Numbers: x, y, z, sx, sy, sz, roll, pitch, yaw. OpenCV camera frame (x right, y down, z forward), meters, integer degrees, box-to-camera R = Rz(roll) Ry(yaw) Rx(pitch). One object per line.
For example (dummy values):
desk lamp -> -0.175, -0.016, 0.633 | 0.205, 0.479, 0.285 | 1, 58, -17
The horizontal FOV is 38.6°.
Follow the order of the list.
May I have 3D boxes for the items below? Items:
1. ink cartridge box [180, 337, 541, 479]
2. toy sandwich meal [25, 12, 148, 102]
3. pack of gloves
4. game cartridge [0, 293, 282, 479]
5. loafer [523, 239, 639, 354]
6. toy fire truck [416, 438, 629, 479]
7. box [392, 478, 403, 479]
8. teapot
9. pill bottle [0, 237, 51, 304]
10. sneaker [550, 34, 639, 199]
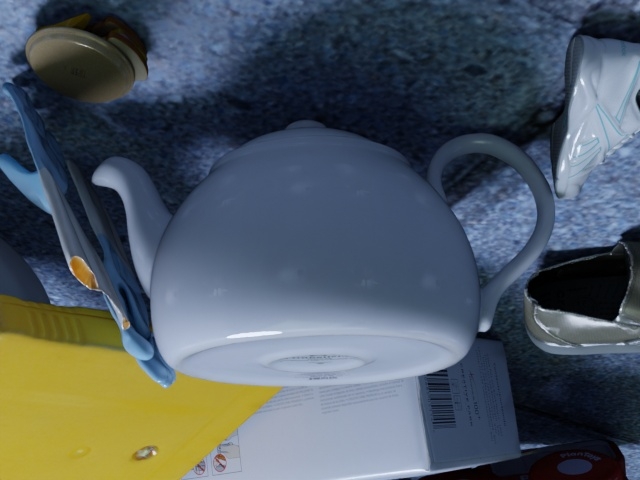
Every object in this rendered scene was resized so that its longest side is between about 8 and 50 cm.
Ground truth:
ink cartridge box -> 0.041, 0.195, 0.989 | 0.309, 0.130, 0.272 | -17, 162, 32
toy sandwich meal -> -0.165, -0.130, 0.643 | 0.085, 0.029, 0.085 | 8, 151, 4
pack of gloves -> -0.184, 0.003, 0.680 | 0.046, 0.232, 0.195 | -27, 139, -6
game cartridge -> -0.221, 0.168, 0.811 | 0.285, 0.052, 0.324 | -44, 144, 22
loafer -> 0.287, 0.048, 0.780 | 0.251, 0.094, 0.087 | -13, 147, 28
toy fire truck -> 0.228, 0.322, 1.080 | 0.302, 0.169, 0.254 | -10, -170, 5
box -> -0.009, 0.360, 1.355 | 0.231, 0.056, 0.183 | -9, 145, 22
teapot -> 0.000, 0.000, 0.672 | 0.256, 0.187, 0.252 | 15, 156, -39
pill bottle -> -0.434, 0.148, 0.846 | 0.361, 0.204, 0.204 | -40, 130, 17
sneaker -> 0.195, -0.078, 0.637 | 0.061, 0.053, 0.152 | 1, 147, 4
